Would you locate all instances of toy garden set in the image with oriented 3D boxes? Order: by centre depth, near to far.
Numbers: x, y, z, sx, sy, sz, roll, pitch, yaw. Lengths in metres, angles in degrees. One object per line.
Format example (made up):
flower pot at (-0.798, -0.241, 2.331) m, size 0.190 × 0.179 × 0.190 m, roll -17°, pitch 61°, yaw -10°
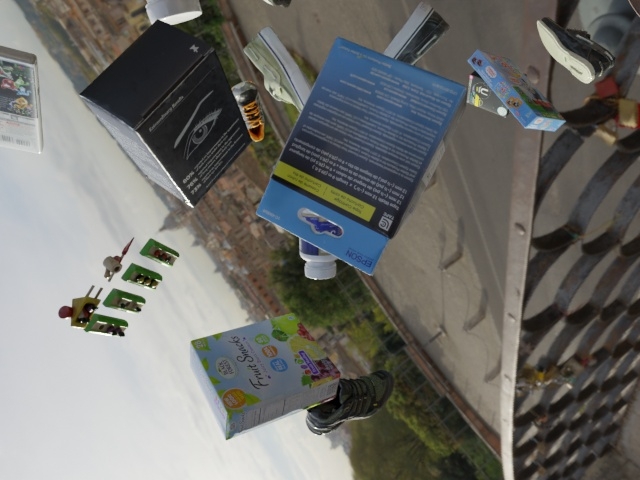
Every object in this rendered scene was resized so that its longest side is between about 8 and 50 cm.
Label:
toy garden set at (-0.429, 0.107, 1.061) m, size 0.049 × 0.244 × 0.204 m, roll 32°, pitch 174°, yaw 22°

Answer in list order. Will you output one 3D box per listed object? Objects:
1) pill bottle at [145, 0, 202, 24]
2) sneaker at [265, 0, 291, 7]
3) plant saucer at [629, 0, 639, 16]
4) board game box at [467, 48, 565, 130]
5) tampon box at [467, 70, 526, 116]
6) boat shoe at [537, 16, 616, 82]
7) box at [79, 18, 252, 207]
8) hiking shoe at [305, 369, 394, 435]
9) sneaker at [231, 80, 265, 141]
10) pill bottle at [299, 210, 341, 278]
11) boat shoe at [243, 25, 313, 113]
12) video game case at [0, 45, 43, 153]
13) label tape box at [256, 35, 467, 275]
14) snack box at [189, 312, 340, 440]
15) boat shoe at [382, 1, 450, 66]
pill bottle at (-0.308, -0.540, 0.897) m, size 0.136 × 0.136 × 0.246 m, roll 28°, pitch 137°, yaw 64°
sneaker at (-0.150, -0.554, 0.964) m, size 0.178 × 0.124 × 0.295 m, roll 18°, pitch -163°, yaw -2°
plant saucer at (0.788, -0.641, 1.108) m, size 0.310 × 0.050 × 0.311 m, roll -22°, pitch -90°, yaw -78°
board game box at (0.445, -0.338, 1.094) m, size 0.039 × 0.160 × 0.212 m, roll -50°, pitch 61°, yaw 39°
tampon box at (0.614, -0.531, 1.694) m, size 0.161 × 0.101 × 0.121 m, roll 33°, pitch 154°, yaw 30°
boat shoe at (0.628, -0.487, 1.204) m, size 0.084 × 0.079 × 0.233 m, roll 40°, pitch -161°, yaw -55°
box at (-0.205, -0.171, 0.690) m, size 0.108 × 0.153 × 0.207 m, roll 32°, pitch 162°, yaw 19°
hiking shoe at (0.071, 0.347, 1.071) m, size 0.086 × 0.226 × 0.114 m, roll 51°, pitch 157°, yaw 35°
sneaker at (-0.194, -0.361, 1.353) m, size 0.083 × 0.084 × 0.215 m, roll 62°, pitch 175°, yaw 20°
pill bottle at (0.000, 0.000, 1.266) m, size 0.112 × 0.111 × 0.187 m, roll -152°, pitch 58°, yaw -64°
boat shoe at (-0.086, -0.383, 1.152) m, size 0.302 × 0.094 × 0.109 m, roll 60°, pitch -168°, yaw 27°
video game case at (-0.467, -0.193, 0.622) m, size 0.173 × 0.190 × 0.022 m, roll 128°, pitch 145°, yaw -50°
label tape box at (0.073, -0.148, 0.874) m, size 0.249 × 0.348 × 0.115 m, roll 28°, pitch -172°, yaw 15°
snack box at (-0.099, 0.223, 0.834) m, size 0.174 × 0.207 × 0.070 m, roll 43°, pitch 135°, yaw 44°
boat shoe at (0.218, -0.473, 1.326) m, size 0.119 × 0.121 × 0.335 m, roll 37°, pitch 133°, yaw -3°
